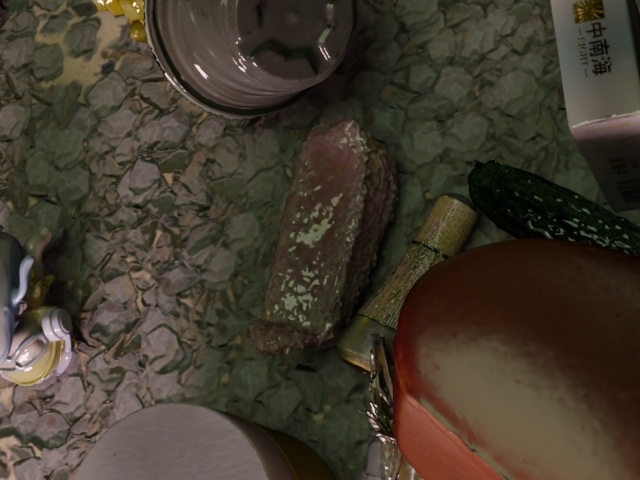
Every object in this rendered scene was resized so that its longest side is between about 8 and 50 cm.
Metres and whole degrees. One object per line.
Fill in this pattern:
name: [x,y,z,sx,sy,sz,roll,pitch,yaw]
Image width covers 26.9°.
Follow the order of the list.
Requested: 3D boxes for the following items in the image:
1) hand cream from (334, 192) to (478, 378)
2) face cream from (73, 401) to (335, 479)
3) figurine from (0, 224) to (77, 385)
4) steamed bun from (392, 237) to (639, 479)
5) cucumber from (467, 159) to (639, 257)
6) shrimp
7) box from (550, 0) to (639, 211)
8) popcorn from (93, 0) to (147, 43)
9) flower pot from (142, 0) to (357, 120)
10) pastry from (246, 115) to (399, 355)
hand cream: [0.093,0.043,1.321,0.084,0.084,0.203,24,80,28]
face cream: [-0.104,0.274,1.278,0.218,0.179,0.218,-7,72,22]
figurine: [-0.337,0.064,1.475,0.128,0.183,0.208,-17,31,15]
steamed bun: [0.244,0.154,1.111,0.379,0.235,0.248,42,73,18]
cucumber: [0.240,-0.005,1.267,0.265,0.077,0.077,31,89,27]
shrimp: [0.053,0.240,1.228,0.169,0.058,0.296,-17,87,-19]
box: [0.264,-0.134,1.201,0.067,0.243,0.155,-12,69,18]
popcorn: [-0.160,-0.315,1.491,0.189,0.218,0.169,-17,113,35]
flower pot: [-0.052,-0.231,1.360,0.140,0.235,0.235,22,84,60]
pastry: [0.005,0.009,1.354,0.103,0.112,0.265,9,67,36]
